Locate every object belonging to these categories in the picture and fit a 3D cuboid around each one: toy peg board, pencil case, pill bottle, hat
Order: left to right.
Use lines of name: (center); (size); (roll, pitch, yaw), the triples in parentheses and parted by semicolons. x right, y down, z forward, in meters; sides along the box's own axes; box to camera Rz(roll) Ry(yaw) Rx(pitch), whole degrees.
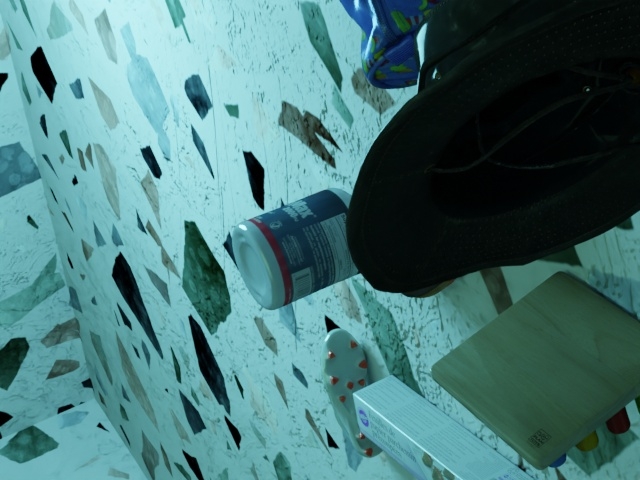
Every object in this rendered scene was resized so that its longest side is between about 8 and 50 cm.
pill bottle: (0.000, 0.000, 1.482); (0.108, 0.180, 0.108); (49, 152, 38)
pencil case: (0.033, -0.288, 1.195); (0.119, 0.133, 0.306); (-36, 76, 34)
hat: (0.136, -0.104, 0.917); (0.331, 0.331, 0.134); (103, 145, -56)
toy peg board: (0.214, 0.132, 1.158); (0.161, 0.161, 0.079); (39, 161, 51)

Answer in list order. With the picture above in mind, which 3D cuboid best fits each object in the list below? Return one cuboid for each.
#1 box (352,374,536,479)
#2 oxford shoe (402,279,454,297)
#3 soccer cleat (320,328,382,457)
box: (0.148, 0.258, 1.547); (0.324, 0.067, 0.063); (31, 138, 56)
oxford shoe: (0.099, -0.016, 1.346); (0.097, 0.098, 0.271); (56, 156, 26)
soccer cleat: (0.037, 0.207, 1.761); (0.076, 0.068, 0.196); (24, 135, 64)
